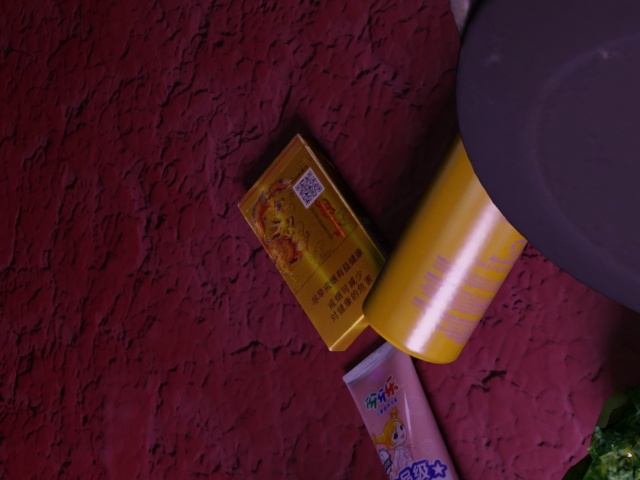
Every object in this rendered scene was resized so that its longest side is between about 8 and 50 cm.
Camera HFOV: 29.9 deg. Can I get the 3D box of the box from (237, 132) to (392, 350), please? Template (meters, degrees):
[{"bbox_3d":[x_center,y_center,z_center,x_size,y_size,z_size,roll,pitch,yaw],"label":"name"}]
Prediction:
[{"bbox_3d":[0.000,0.000,0.937,0.089,0.022,0.156,-49,59,24],"label":"box"}]

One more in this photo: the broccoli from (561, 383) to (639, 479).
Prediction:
[{"bbox_3d":[0.246,0.129,0.628,0.254,0.269,0.269,-35,56,-16],"label":"broccoli"}]

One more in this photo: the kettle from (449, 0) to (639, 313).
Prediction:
[{"bbox_3d":[0.264,-0.128,0.524,0.250,0.361,0.377,-32,25,56],"label":"kettle"}]

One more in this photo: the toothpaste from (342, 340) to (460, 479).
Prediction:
[{"bbox_3d":[0.072,0.164,0.857,0.067,0.042,0.195,-43,56,32],"label":"toothpaste"}]

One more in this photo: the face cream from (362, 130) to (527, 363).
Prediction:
[{"bbox_3d":[0.123,-0.048,0.805,0.078,0.078,0.273,40,111,34],"label":"face cream"}]
